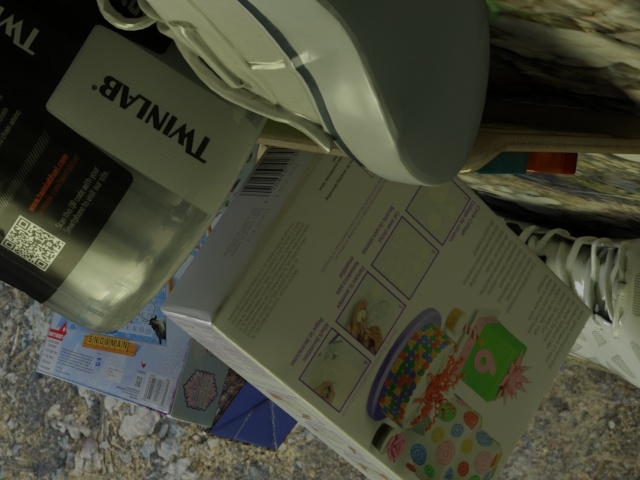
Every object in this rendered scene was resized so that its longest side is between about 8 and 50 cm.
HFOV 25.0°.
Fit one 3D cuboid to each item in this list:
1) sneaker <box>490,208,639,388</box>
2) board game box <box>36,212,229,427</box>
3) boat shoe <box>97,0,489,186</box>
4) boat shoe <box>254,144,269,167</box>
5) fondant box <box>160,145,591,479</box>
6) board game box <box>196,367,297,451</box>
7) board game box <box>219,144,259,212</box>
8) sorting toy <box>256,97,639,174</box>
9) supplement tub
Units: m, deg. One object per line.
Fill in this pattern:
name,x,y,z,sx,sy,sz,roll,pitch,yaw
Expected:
sneaker,0.244,0.056,1.437,0.257,0.169,0.447,15,176,-3
board game box,-0.197,0.038,1.740,0.066,0.318,0.319,21,173,-39
boat shoe,-0.037,-0.132,0.715,0.156,0.136,0.367,13,170,29
boat shoe,0.000,0.000,1.440,0.123,0.116,0.324,-4,135,48
fondant box,0.059,0.060,1.243,0.330,0.238,0.096,42,161,-27
board game box,-0.112,0.082,1.834,0.141,0.232,0.291,24,-165,-50
board game box,-0.224,-0.089,1.221,0.224,0.097,0.303,20,-166,26
sorting toy,0.049,-0.077,1.019,0.307,0.041,0.229,11,-167,38
supplement tub,-0.209,-0.112,0.830,0.338,0.207,0.207,32,170,-13
